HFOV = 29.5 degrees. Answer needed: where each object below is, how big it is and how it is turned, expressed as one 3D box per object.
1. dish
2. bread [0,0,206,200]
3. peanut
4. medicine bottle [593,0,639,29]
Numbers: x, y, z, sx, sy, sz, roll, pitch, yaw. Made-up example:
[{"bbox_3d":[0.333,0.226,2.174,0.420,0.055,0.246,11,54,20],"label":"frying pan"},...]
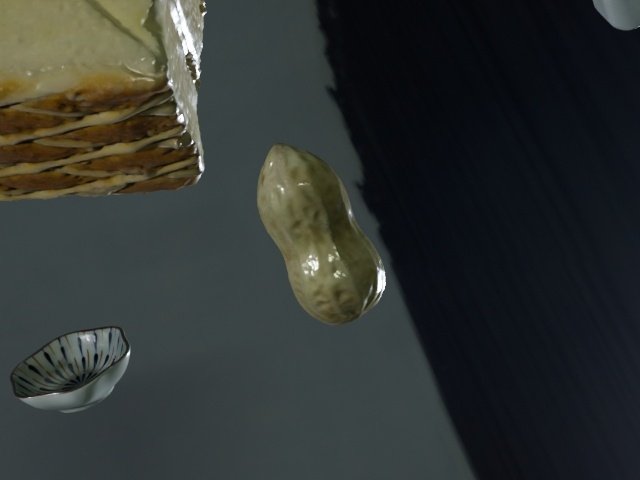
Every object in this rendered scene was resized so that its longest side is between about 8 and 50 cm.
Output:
[{"bbox_3d":[-0.356,0.201,1.779,0.191,0.066,0.190,-15,-156,7],"label":"dish"},{"bbox_3d":[-0.329,-0.220,1.400,0.390,0.279,0.371,-5,162,1],"label":"bread"},{"bbox_3d":[0.000,0.000,1.455,0.123,0.123,0.256,-25,123,1],"label":"peanut"},{"bbox_3d":[0.396,-0.358,1.544,0.119,0.069,0.183,-32,144,4],"label":"medicine bottle"}]
